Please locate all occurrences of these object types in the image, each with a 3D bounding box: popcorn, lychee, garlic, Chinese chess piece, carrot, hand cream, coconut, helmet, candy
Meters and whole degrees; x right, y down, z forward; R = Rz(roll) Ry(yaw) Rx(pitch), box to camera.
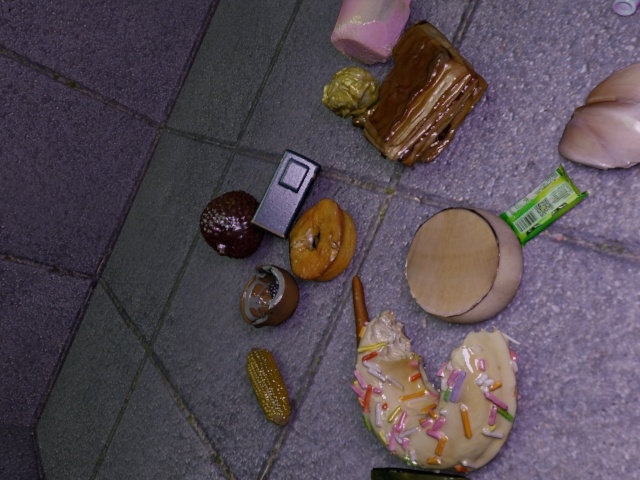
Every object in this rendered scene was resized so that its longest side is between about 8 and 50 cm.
[{"bbox_3d":[0.114,-0.430,1.429,0.168,0.195,0.173,-30,52,44],"label":"popcorn"},{"bbox_3d":[-0.307,-0.061,1.704,0.236,0.236,0.271,-28,39,38],"label":"lychee"},{"bbox_3d":[0.578,-0.231,0.886,0.228,0.110,0.217,34,95,51],"label":"garlic"},{"bbox_3d":[0.305,0.052,1.042,0.257,0.104,0.256,-23,60,46],"label":"Chinese chess piece"},{"bbox_3d":[0.107,0.200,1.262,0.043,0.043,0.247,-32,50,36],"label":"carrot"},{"bbox_3d":[0.667,-0.550,0.989,0.174,0.047,0.076,-57,38,-2],"label":"hand cream"},{"bbox_3d":[0.167,-0.692,1.487,0.233,0.233,0.245,19,88,51],"label":"coconut"},{"bbox_3d":[-0.144,0.178,1.487,0.224,0.130,0.198,-31,47,49],"label":"helmet"},{"bbox_3d":[0.456,-0.068,1.001,0.178,0.032,0.102,-46,41,26],"label":"candy"}]

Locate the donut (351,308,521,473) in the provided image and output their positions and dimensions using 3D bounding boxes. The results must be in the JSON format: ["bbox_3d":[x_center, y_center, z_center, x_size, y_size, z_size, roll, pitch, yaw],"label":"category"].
[{"bbox_3d":[0.211,0.308,0.977,0.371,0.150,0.306,1,88,52],"label":"donut"}]

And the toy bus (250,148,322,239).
[{"bbox_3d":[-0.108,-0.148,1.545,0.275,0.139,0.167,-63,1,2],"label":"toy bus"}]

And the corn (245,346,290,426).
[{"bbox_3d":[-0.153,0.421,1.411,0.097,0.097,0.261,-51,46,20],"label":"corn"}]

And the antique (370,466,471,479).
[{"bbox_3d":[0.211,0.512,0.968,0.221,0.080,0.081,-17,61,42],"label":"antique"}]

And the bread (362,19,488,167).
[{"bbox_3d":[0.259,-0.372,1.252,0.314,0.192,0.369,-53,29,25],"label":"bread"}]

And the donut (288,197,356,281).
[{"bbox_3d":[0.001,0.002,1.417,0.254,0.119,0.253,-21,61,42],"label":"donut"}]
